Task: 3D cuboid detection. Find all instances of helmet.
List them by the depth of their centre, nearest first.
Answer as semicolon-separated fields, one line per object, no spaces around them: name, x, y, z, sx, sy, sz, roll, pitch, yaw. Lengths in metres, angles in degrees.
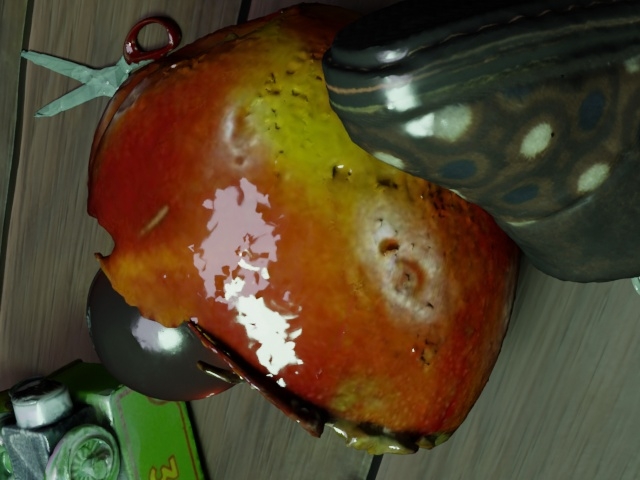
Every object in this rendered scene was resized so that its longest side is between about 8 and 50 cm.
helmet;-0.151;0.081;1.292;0.216;0.193;0.189;-9;111;-9

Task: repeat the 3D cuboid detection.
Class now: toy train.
toy train;-0.262;0.291;1.398;0.173;0.249;0.307;-2;108;36

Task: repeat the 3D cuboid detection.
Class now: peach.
peach;0.000;0.000;1.043;0.353;0.339;0.417;-19;99;9

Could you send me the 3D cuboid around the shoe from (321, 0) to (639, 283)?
shoe;0.185;-0.080;0.896;0.171;0.384;0.237;28;127;58

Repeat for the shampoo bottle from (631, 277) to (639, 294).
shampoo bottle;0.364;0.009;0.998;0.204;0.065;0.065;-18;99;37

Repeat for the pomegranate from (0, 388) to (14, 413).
pomegranate;-0.406;0.246;1.558;0.163;0.138;0.126;49;146;46

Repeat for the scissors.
scissors;-0.251;-0.181;1.340;0.247;0.017;0.144;4;111;33
